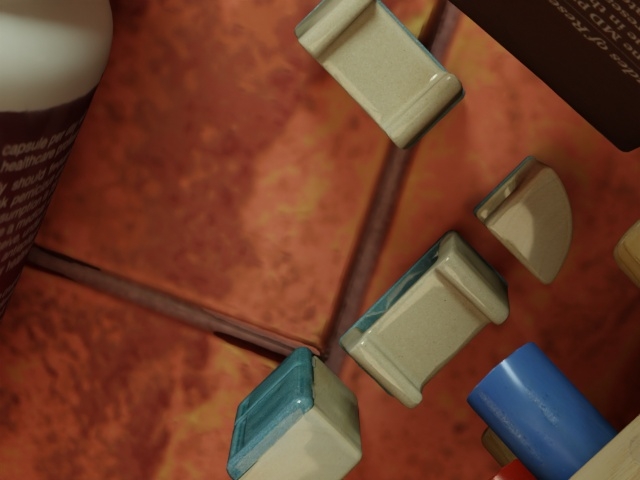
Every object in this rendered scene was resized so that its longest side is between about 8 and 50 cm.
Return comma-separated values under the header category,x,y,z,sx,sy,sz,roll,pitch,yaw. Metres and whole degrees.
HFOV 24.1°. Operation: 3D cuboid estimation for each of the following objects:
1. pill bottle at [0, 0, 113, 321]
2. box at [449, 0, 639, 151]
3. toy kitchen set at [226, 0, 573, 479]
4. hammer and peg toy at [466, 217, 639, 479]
category,x,y,z,sx,sy,sz,roll,pitch,yaw
pill bottle,-0.230,-0.057,0.698,0.224,0.224,0.392,29,115,2
box,0.163,-0.154,0.448,0.143,0.381,0.191,42,83,-5
toy kitchen set,0.000,0.000,0.740,0.207,0.122,0.166,-44,95,5
hammer and peg toy,0.110,0.125,0.660,0.127,0.266,0.361,48,115,14
